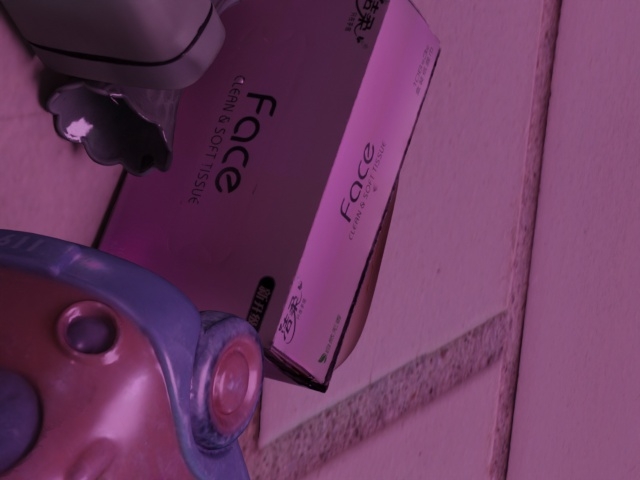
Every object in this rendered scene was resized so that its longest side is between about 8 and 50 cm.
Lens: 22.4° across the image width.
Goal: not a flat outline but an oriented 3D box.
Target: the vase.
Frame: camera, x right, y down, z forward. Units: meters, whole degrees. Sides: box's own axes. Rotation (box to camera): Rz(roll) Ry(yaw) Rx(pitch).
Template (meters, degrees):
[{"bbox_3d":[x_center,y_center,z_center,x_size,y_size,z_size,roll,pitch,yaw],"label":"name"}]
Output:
[{"bbox_3d":[-0.095,-0.119,0.963,0.148,0.081,0.081,-65,149,-29],"label":"vase"}]

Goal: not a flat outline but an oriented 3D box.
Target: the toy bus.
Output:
[{"bbox_3d":[-0.154,0.155,0.826,0.232,0.197,0.294,-52,144,-44],"label":"toy bus"}]

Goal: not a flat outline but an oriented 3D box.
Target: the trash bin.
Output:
[{"bbox_3d":[-0.125,-0.145,0.853,0.059,0.116,0.130,-63,147,-26],"label":"trash bin"}]

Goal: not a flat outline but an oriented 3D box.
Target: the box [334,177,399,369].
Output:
[{"bbox_3d":[0.000,0.000,1.136,0.146,0.088,0.200,-15,119,-80],"label":"box"}]

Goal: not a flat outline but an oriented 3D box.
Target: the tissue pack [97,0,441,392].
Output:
[{"bbox_3d":[-0.038,-0.043,1.020,0.092,0.148,0.246,41,63,-57],"label":"tissue pack"}]
